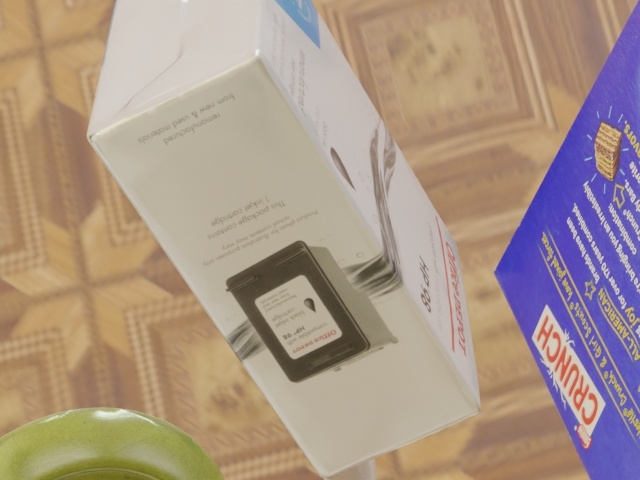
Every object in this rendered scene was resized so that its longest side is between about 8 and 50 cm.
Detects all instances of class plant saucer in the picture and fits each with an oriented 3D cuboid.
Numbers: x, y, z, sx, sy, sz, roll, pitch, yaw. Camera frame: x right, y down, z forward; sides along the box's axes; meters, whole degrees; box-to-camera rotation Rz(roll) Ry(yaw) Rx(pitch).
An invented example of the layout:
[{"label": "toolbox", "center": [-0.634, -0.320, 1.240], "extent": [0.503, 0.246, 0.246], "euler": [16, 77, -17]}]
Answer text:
[{"label": "plant saucer", "center": [-0.175, 0.242, 1.404], "extent": [0.241, 0.037, 0.241], "euler": [-7, 112, -17]}]

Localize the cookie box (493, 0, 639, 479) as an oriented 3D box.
[{"label": "cookie box", "center": [0.088, -0.001, 0.411], "extent": [0.040, 0.107, 0.092], "euler": [6, 39, -25]}]

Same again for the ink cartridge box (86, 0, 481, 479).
[{"label": "ink cartridge box", "center": [0.000, 0.000, 0.610], "extent": [0.060, 0.180, 0.104], "euler": [-25, 29, 14]}]
